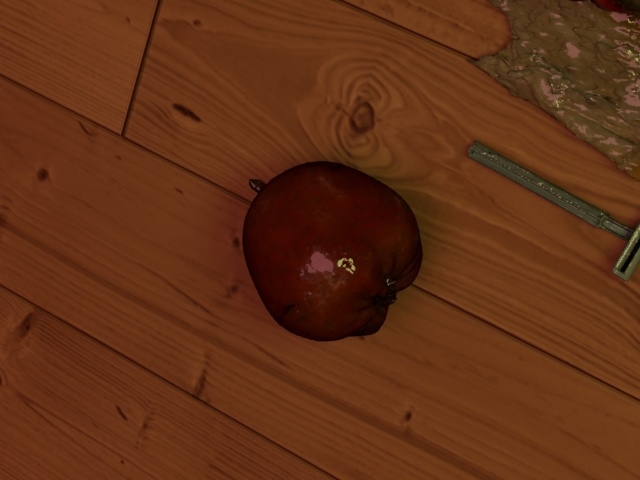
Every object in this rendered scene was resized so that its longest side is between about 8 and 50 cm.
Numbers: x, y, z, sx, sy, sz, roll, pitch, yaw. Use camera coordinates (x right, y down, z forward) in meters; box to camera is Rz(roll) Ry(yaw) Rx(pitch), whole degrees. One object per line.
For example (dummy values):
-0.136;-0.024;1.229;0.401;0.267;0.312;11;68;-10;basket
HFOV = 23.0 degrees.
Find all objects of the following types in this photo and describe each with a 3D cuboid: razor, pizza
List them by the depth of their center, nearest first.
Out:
0.254;-0.182;1.519;0.262;0.034;0.181;30;114;21;pizza
0.236;-0.044;1.562;0.211;0.036;0.084;31;90;27;razor

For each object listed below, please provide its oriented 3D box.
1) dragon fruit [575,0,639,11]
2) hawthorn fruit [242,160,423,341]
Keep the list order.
0.306;-0.301;1.346;0.302;0.231;0.237;16;109;38;dragon fruit
0.000;0.000;1.617;0.202;0.185;0.185;45;118;19;hawthorn fruit
